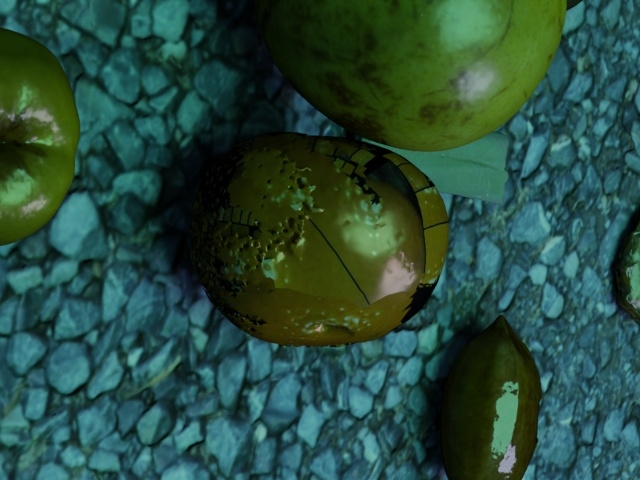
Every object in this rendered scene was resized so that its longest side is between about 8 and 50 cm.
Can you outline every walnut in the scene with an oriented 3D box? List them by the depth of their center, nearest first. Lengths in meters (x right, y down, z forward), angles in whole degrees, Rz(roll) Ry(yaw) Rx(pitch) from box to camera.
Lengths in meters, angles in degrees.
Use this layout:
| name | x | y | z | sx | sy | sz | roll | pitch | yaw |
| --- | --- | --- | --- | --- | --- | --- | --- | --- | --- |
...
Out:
| name | x | y | z | sx | sy | sz | roll | pitch | yaw |
| --- | --- | --- | --- | --- | --- | --- | --- | --- | --- |
| walnut | 0.183 | 0.182 | 1.856 | 0.115 | 0.116 | 0.207 | -1 | 96 | -43 |

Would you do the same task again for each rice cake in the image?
| name | x | y | z | sx | sy | sz | roll | pitch | yaw |
| --- | --- | --- | --- | --- | --- | --- | --- | --- | --- |
| rice cake | 0.113 | -0.087 | 1.745 | 0.221 | 0.042 | 0.080 | 7 | 94 | -43 |

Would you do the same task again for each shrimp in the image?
| name | x | y | z | sx | sy | sz | roll | pitch | yaw |
| --- | --- | --- | --- | --- | --- | --- | --- | --- | --- |
| shrimp | 0.444 | 0.009 | 2.084 | 0.253 | 0.058 | 0.173 | -31 | 114 | -31 |

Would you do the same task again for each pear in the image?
| name | x | y | z | sx | sy | sz | roll | pitch | yaw |
| --- | --- | --- | --- | --- | --- | --- | --- | --- | --- |
| pear | 0.081 | -0.210 | 1.514 | 0.280 | 0.280 | 0.281 | -15 | 113 | -40 |

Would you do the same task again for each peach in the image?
| name | x | y | z | sx | sy | sz | roll | pitch | yaw |
| --- | --- | --- | --- | --- | --- | --- | --- | --- | --- |
| peach | -0.268 | -0.079 | 1.345 | 0.179 | 0.103 | 0.179 | -15 | 112 | -43 |

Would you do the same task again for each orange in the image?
| name | x | y | z | sx | sy | sz | roll | pitch | yaw |
| --- | --- | --- | --- | --- | --- | --- | --- | --- | --- |
| orange | 0.000 | 0.000 | 1.539 | 0.234 | 0.234 | 0.182 | 37 | 45 | -43 |

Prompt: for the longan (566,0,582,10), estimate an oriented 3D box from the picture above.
| name | x | y | z | sx | sy | sz | roll | pitch | yaw |
| --- | --- | --- | --- | --- | --- | --- | --- | --- | --- |
| longan | 0.198 | -0.294 | 1.678 | 0.185 | 0.159 | 0.204 | 29 | 92 | -45 |
